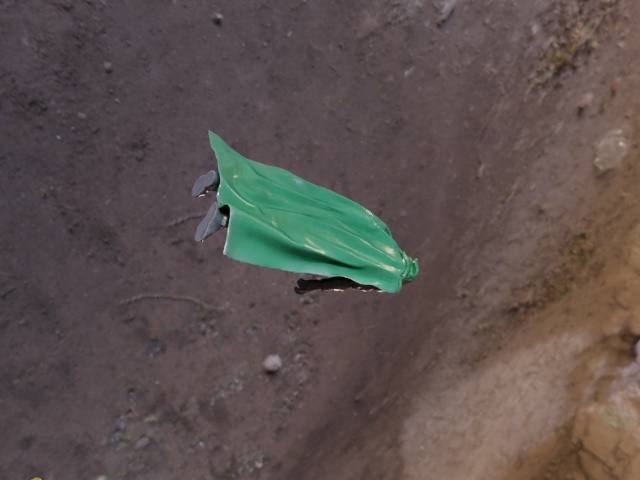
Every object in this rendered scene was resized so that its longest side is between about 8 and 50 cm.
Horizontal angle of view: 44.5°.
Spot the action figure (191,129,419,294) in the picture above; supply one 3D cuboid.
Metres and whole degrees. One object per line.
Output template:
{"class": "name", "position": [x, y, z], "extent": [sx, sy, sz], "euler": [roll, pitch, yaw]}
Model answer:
{"class": "action figure", "position": [0.000, 0.000, 0.684], "extent": [0.232, 0.137, 0.063], "euler": [21, 134, -33]}

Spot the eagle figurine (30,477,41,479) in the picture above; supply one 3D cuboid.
{"class": "eagle figurine", "position": [-0.404, 0.361, 0.944], "extent": [0.225, 0.298, 0.226], "euler": [-178, -72, -77]}
